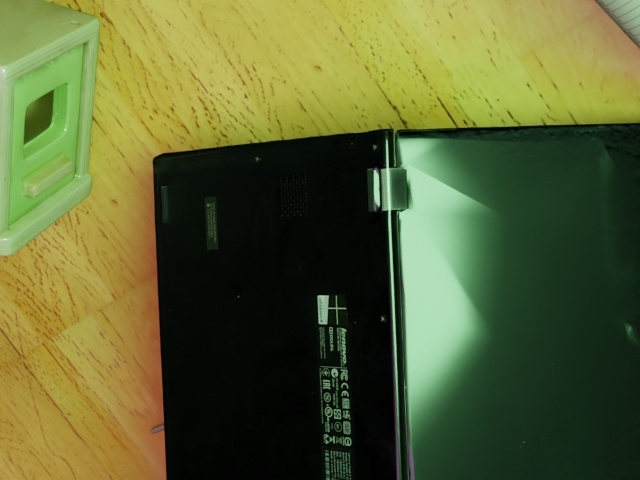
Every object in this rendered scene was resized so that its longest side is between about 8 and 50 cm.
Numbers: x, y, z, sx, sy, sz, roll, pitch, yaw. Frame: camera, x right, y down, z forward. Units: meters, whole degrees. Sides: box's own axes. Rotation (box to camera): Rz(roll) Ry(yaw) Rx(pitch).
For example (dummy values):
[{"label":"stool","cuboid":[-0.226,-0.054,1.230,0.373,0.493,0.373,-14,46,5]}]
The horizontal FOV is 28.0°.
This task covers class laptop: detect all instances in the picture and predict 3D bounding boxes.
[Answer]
[{"label":"laptop","cuboid":[0.091,0.110,0.999,0.408,0.236,0.381,-2,90,44]}]

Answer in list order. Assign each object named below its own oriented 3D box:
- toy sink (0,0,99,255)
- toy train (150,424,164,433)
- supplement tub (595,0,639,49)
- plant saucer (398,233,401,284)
[{"label":"toy sink","cuboid":[-0.283,-0.079,1.104,0.131,0.153,0.234,19,119,13]},{"label":"toy train","cuboid":[-0.084,0.194,1.155,0.248,0.143,0.105,-15,107,28]},{"label":"supplement tub","cuboid":[0.253,-0.224,0.761,0.325,0.235,0.235,46,122,-3]},{"label":"plant saucer","cuboid":[0.000,0.000,1.096,0.169,0.029,0.168,9,116,18]}]
